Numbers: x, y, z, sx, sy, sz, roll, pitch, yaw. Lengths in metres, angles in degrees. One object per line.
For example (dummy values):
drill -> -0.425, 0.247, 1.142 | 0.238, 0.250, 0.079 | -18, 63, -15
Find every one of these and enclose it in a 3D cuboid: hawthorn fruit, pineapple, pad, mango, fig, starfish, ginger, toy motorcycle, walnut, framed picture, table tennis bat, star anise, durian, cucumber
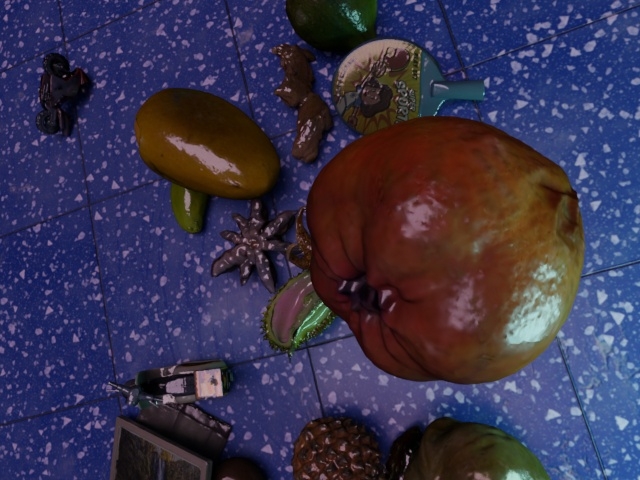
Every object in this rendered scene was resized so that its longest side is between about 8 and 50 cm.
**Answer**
hawthorn fruit -> 0.218, 0.004, 0.796 | 0.471, 0.472, 0.472 | -2, 81, 15
pineapple -> 0.046, 0.431, 0.921 | 0.193, 0.166, 0.166 | 17, 86, 27
pad -> -0.333, 0.457, 1.094 | 0.233, 0.022, 0.174 | 22, 88, 17
mango -> -0.246, -0.211, 1.054 | 0.364, 0.253, 0.182 | 30, 134, 22
fig -> 0.049, -0.480, 1.056 | 0.203, 0.203, 0.235 | -31, 98, 9
starfish -> 0.001, -0.001, 1.010 | 0.146, 0.190, 0.074 | 31, 135, -1
ginger -> -0.041, -0.322, 1.090 | 0.084, 0.122, 0.290 | -28, 69, 54
toy motorcycle -> -0.322, 0.316, 1.033 | 0.263, 0.157, 0.091 | -9, 79, 4
toy motorcycle -> -0.697, -0.388, 1.281 | 0.082, 0.122, 0.213 | 21, 101, 40
walnut -> 0.274, 0.432, 0.813 | 0.227, 0.283, 0.283 | -39, 73, 32
framed picture -> -0.357, 0.540, 1.023 | 0.324, 0.020, 0.241 | 7, 89, 36
table tennis bat -> 0.186, -0.327, 1.028 | 0.328, 0.044, 0.215 | 2, 107, 6
star anise -> -0.143, 0.013, 1.067 | 0.236, 0.093, 0.229 | -26, 79, 0
durian -> -0.036, 0.155, 1.009 | 0.137, 0.095, 0.221 | 20, 55, 36
cucumber -> 0.152, 0.542, 0.912 | 0.096, 0.096, 0.360 | 8, 85, 16
mango -> -0.316, -0.098, 1.143 | 0.091, 0.074, 0.165 | -11, 78, 13

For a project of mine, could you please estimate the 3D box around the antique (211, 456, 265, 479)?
antique -> -0.132, 0.556, 0.978 | 0.256, 0.121, 0.143 | 22, 79, 24
